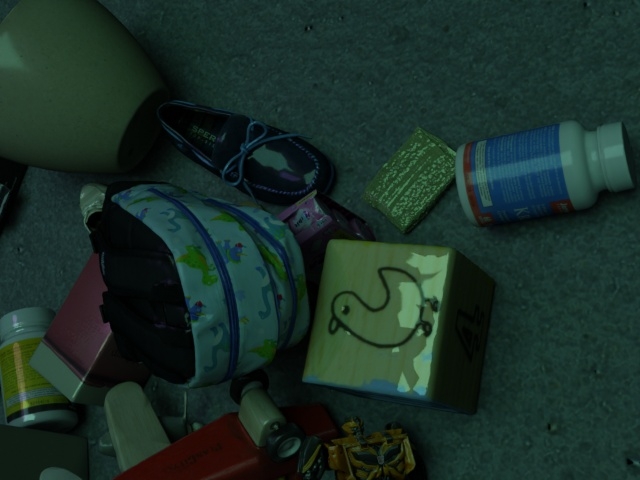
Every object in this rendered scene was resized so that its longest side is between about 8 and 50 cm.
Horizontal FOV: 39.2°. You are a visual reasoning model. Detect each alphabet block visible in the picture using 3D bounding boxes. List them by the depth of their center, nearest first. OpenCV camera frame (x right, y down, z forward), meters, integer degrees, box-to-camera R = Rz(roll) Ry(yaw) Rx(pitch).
[{"bbox_3d":[0.111,0.119,1.222,0.192,0.193,0.197,4,77,27],"label":"alphabet block"}]

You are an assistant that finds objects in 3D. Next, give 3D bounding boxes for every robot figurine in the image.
[{"bbox_3d":[0.075,0.373,1.171,0.085,0.211,0.291,-27,69,55],"label":"robot figurine"}]

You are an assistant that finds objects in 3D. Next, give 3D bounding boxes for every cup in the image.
[{"bbox_3d":[-0.405,-0.246,1.564,0.237,0.331,0.331,29,90,6],"label":"cup"}]

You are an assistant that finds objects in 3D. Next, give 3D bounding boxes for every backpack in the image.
[{"bbox_3d":[-0.172,0.061,1.224,0.273,0.355,0.290,-5,96,-13],"label":"backpack"}]

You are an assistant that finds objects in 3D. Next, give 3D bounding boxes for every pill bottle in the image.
[{"bbox_3d":[0.306,-0.094,1.223,0.221,0.124,0.124,-11,70,26],"label":"pill bottle"},{"bbox_3d":[-0.492,0.229,1.548,0.119,0.119,0.208,-25,65,19],"label":"pill bottle"}]

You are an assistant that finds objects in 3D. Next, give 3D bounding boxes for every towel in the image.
[{"bbox_3d":[0.142,-0.092,1.365,0.110,0.027,0.148,42,95,30],"label":"towel"}]

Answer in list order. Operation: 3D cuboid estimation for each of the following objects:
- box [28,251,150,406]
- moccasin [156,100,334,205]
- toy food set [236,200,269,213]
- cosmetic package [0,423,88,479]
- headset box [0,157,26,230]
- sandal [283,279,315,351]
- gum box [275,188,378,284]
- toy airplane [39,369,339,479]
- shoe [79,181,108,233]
[{"bbox_3d":[-0.339,0.144,1.476,0.127,0.148,0.232,30,91,31],"label":"box"},{"bbox_3d":[-0.142,-0.143,1.476,0.342,0.117,0.138,18,84,31],"label":"moccasin"},{"bbox_3d":[-0.123,-0.024,1.488,0.082,0.020,0.083,22,86,31],"label":"toy food set"},{"bbox_3d":[-0.528,0.360,1.416,0.160,0.309,0.113,-17,67,23],"label":"cosmetic package"},{"bbox_3d":[-0.728,-0.098,1.775,0.293,0.110,0.218,15,83,31],"label":"headset box"},{"bbox_3d":[-0.038,0.088,1.396,0.072,0.049,0.180,-19,55,28],"label":"sandal"},{"bbox_3d":[0.000,0.000,1.317,0.107,0.188,0.062,-36,62,15],"label":"gum box"},{"bbox_3d":[-0.193,0.376,1.260,0.384,0.272,0.386,6,44,17],"label":"toy airplane"},{"bbox_3d":[-0.376,-0.033,1.600,0.076,0.058,0.219,-46,60,8],"label":"shoe"}]
